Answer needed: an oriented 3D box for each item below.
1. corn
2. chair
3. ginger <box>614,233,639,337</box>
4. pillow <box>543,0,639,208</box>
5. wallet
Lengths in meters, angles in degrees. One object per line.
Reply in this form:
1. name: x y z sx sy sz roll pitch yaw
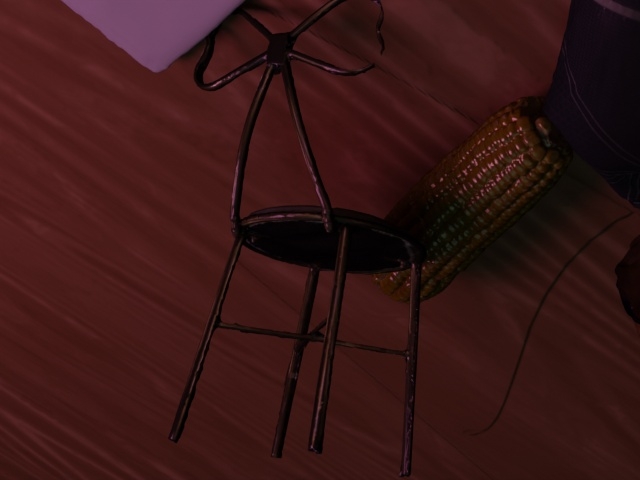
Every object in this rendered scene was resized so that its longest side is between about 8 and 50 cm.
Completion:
1. corn: 0.111 -0.028 1.031 0.080 0.080 0.238 30 134 -12
2. chair: 0.000 0.000 0.988 0.159 0.326 0.170 -2 164 35
3. ginger: 0.368 0.048 0.917 0.269 0.200 0.223 -25 121 25
4. pillow: 0.243 -0.144 0.850 0.161 0.093 0.335 12 138 3
5. wallet: -0.112 -0.204 0.963 0.124 0.032 0.183 39 133 -19
